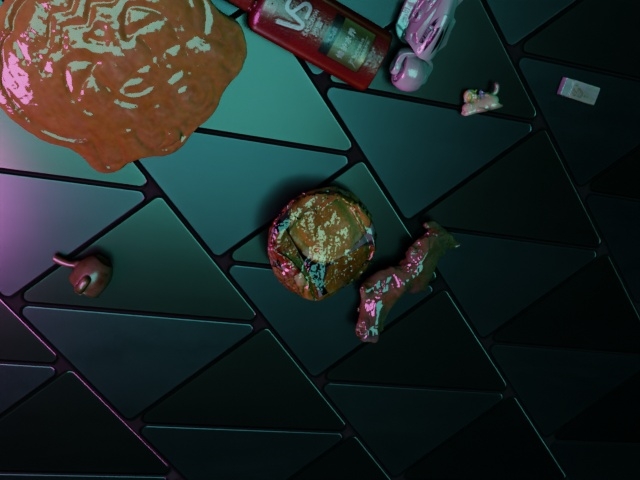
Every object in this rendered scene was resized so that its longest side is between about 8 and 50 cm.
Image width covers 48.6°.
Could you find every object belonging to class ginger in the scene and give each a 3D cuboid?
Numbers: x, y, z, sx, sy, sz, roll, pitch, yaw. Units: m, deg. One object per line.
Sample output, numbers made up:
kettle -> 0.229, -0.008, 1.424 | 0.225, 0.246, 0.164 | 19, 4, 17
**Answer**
ginger -> 0.166, 0.085, 1.471 | 0.290, 0.084, 0.122 | -49, 135, 2

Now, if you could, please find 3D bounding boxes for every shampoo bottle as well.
shampoo bottle -> -0.027, -0.384, 1.244 | 0.314, 0.076, 0.118 | 25, 107, -21

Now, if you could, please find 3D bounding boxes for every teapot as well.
teapot -> -0.440, 0.055, 1.299 | 0.110, 0.085, 0.080 | 40, 95, -3

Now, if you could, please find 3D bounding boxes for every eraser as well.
eraser -> 0.526, -0.305, 1.445 | 0.083, 0.019, 0.038 | 11, 107, -18

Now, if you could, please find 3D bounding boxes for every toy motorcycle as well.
toy motorcycle -> 0.200, -0.391, 1.283 | 0.112, 0.112, 0.255 | 16, 106, -19

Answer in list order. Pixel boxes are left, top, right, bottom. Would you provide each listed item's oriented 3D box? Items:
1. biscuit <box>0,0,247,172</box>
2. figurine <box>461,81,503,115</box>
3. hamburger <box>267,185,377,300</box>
biscuit -> -0.334, -0.299, 1.173 | 0.385, 0.062, 0.365 | -43, 124, 7
figurine -> 0.313, -0.277, 1.392 | 0.083, 0.047, 0.051 | -14, 97, -2
hamburger -> 0.000, 0.000, 1.376 | 0.230, 0.107, 0.231 | -4, 106, -14
